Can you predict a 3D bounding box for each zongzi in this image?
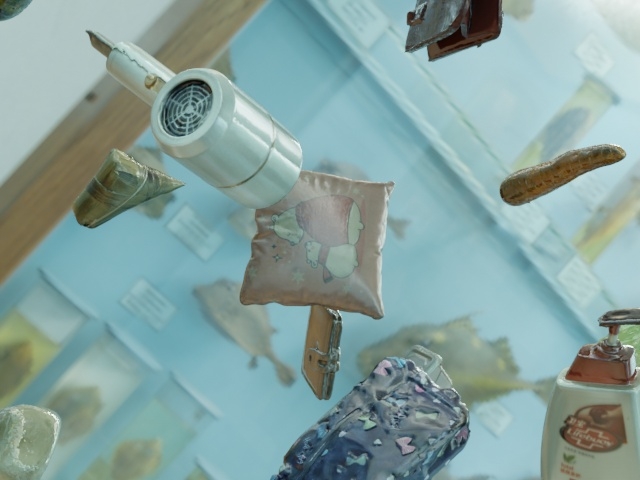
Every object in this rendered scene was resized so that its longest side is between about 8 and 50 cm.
[{"bbox_3d":[-0.174,-0.038,1.006,0.083,0.076,0.040,21,28,-48],"label":"zongzi"}]

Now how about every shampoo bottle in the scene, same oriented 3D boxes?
[{"bbox_3d":[0.351,0.203,1.361,0.153,0.071,0.284,12,-58,23],"label":"shampoo bottle"}]

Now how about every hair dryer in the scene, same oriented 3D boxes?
[{"bbox_3d":[-0.187,-0.174,1.305,0.357,0.107,0.173,36,-1,34],"label":"hair dryer"}]

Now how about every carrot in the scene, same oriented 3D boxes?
[{"bbox_3d":[0.311,-0.089,1.441,0.191,0.047,0.047,-24,-59,43],"label":"carrot"}]

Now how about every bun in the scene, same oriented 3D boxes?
[{"bbox_3d":[-0.470,0.309,1.657,0.113,0.173,0.166,35,44,-21],"label":"bun"}]

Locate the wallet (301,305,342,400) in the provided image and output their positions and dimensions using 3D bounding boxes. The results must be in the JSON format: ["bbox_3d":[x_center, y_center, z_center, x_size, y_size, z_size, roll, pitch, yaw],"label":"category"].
[{"bbox_3d":[0.000,0.169,1.782,0.039,0.152,0.118,3,19,-21],"label":"wallet"}]

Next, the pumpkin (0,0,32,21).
[{"bbox_3d":[-0.478,-0.412,1.708,0.108,0.183,0.119,23,21,12],"label":"pumpkin"}]

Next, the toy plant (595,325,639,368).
[{"bbox_3d":[0.549,0.293,1.762,0.316,0.184,0.224,59,26,-16],"label":"toy plant"}]

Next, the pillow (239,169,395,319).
[{"bbox_3d":[0.000,0.000,1.704,0.223,0.236,0.084,10,-15,-6],"label":"pillow"}]

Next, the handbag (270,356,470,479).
[{"bbox_3d":[0.067,0.269,1.443,0.162,0.260,0.113,37,-21,32],"label":"handbag"}]

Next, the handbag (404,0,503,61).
[{"bbox_3d":[0.228,-0.445,1.861,0.084,0.260,0.275,9,-4,-16],"label":"handbag"}]

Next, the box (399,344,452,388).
[{"bbox_3d":[0.145,0.233,1.773,0.062,0.122,0.089,51,-13,-24],"label":"box"}]
